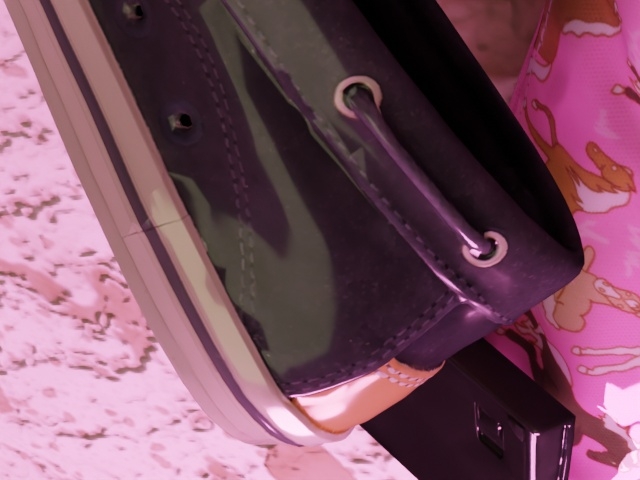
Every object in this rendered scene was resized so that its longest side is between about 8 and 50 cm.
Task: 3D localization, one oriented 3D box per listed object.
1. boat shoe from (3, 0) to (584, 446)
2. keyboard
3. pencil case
[{"bbox_3d":[-0.053,-0.167,0.596,0.156,0.187,0.500,-21,103,18],"label":"boat shoe"},{"bbox_3d":[0.000,0.000,0.802,0.317,0.033,0.201,40,152,35],"label":"keyboard"},{"bbox_3d":[0.147,-0.024,0.728,0.160,0.167,0.386,-16,147,-20],"label":"pencil case"}]
